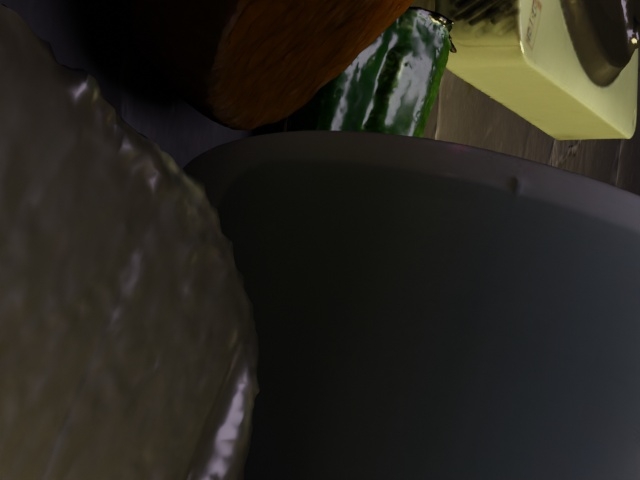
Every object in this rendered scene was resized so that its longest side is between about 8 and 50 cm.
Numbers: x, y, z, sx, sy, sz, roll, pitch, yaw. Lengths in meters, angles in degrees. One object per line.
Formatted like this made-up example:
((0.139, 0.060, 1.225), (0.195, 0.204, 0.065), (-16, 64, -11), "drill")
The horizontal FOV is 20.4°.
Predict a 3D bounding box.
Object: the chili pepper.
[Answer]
((0.000, 0.000, 0.786), (0.088, 0.059, 0.227), (25, 73, -35), "chili pepper")

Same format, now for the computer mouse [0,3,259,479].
((-0.110, 0.029, 0.390), (0.295, 0.087, 0.168), (52, 54, -52), "computer mouse")

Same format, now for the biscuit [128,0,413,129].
((0.068, -0.192, 0.645), (0.367, 0.063, 0.314), (-49, 174, 2), "biscuit")

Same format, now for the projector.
((0.130, -0.198, 0.961), (0.259, 0.079, 0.257), (15, 75, -67), "projector")

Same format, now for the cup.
((0.029, 0.164, 0.642), (0.357, 0.259, 0.275), (83, 25, -65), "cup")
